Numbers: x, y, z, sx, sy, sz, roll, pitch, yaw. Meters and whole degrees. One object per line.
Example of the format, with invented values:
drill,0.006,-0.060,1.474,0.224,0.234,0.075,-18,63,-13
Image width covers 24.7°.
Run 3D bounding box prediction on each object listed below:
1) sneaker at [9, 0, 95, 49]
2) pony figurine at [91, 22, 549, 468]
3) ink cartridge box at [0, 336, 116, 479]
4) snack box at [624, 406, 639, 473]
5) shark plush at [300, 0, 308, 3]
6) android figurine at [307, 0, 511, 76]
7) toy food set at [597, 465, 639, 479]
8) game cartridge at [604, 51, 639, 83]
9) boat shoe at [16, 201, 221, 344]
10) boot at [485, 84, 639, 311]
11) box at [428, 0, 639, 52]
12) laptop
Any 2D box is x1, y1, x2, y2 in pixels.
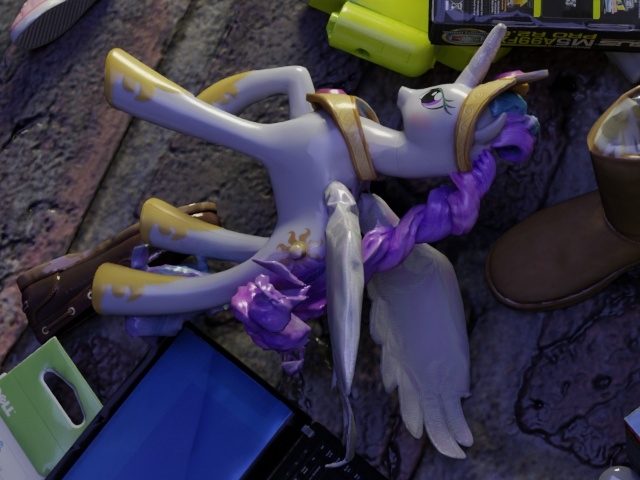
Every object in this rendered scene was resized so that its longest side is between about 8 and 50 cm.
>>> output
sneaker,-0.268,-0.253,1.464,0.134,0.051,0.070,-43,69,-5
pony figurine,0.000,0.000,1.193,0.363,0.303,0.351,2,86,20
ink cartridge box,-0.288,0.195,1.335,0.209,0.062,0.109,-37,71,0
snack box,0.327,0.130,1.147,0.174,0.207,0.070,-37,71,1
shark plush,0.038,-0.294,1.410,0.067,0.073,0.161,21,85,48
android figurine,0.098,-0.259,1.345,0.273,0.056,0.248,24,68,1
toy food set,0.244,0.296,1.172,0.111,0.104,0.232,-12,73,8
game cartridge,0.345,-0.296,1.315,0.294,0.060,0.196,-33,77,-5
boat shoe,-0.180,0.032,1.356,0.207,0.073,0.073,-25,73,12
boot,0.233,-0.039,1.181,0.236,0.269,0.089,-24,71,5
box,0.204,-0.300,1.262,0.216,0.060,0.270,2,80,1
laptop,-0.086,0.236,1.236,0.234,0.136,0.264,-52,44,-4
